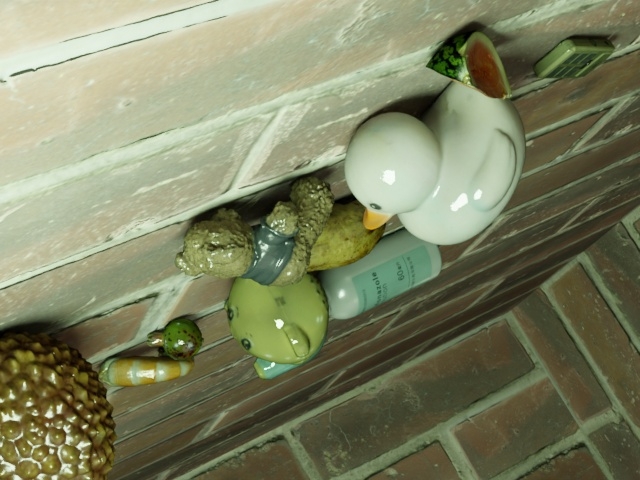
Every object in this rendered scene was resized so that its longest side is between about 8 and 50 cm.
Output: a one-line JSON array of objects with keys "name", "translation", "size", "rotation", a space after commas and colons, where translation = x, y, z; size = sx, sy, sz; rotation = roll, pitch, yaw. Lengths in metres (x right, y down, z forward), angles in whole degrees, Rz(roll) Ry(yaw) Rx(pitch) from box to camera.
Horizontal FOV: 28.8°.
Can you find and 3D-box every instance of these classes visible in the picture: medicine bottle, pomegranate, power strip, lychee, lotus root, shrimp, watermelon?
[{"name": "medicine bottle", "translation": [0.054, 0.081, 2.255], "size": [0.352, 0.110, 0.110], "rotation": [-24, 165, -27]}, {"name": "pomegranate", "translation": [-0.234, 0.161, 2.029], "size": [0.084, 0.073, 0.073], "rotation": [1, 150, -37]}, {"name": "power strip", "translation": [0.380, -0.270, 1.854], "size": [0.076, 0.028, 0.169], "rotation": [-41, 163, 34]}, {"name": "lychee", "translation": [-0.389, 0.253, 1.628], "size": [0.267, 0.267, 0.267], "rotation": [-29, 167, -7]}, {"name": "lotus root", "translation": [0.000, 0.000, 1.885], "size": [0.258, 0.097, 0.110], "rotation": [-18, 165, -32]}, {"name": "shrimp", "translation": [-0.291, 0.202, 2.086], "size": [0.161, 0.049, 0.166], "rotation": [-3, -170, -6]}, {"name": "watermelon", "translation": [0.185, -0.223, 1.529], "size": [0.163, 0.087, 0.069], "rotation": [-3, 119, -66]}]

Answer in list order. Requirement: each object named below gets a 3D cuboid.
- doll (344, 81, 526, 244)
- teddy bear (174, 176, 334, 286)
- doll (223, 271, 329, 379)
[{"name": "doll", "translation": [0.142, -0.114, 1.649], "size": [0.251, 0.221, 0.221], "rotation": [-55, 163, 5]}, {"name": "teddy bear", "translation": [-0.071, 0.002, 1.655], "size": [0.251, 0.129, 0.182], "rotation": [-19, 160, -43]}, {"name": "doll", "translation": [-0.066, 0.121, 2.003], "size": [0.161, 0.177, 0.260], "rotation": [-25, 169, -4]}]
